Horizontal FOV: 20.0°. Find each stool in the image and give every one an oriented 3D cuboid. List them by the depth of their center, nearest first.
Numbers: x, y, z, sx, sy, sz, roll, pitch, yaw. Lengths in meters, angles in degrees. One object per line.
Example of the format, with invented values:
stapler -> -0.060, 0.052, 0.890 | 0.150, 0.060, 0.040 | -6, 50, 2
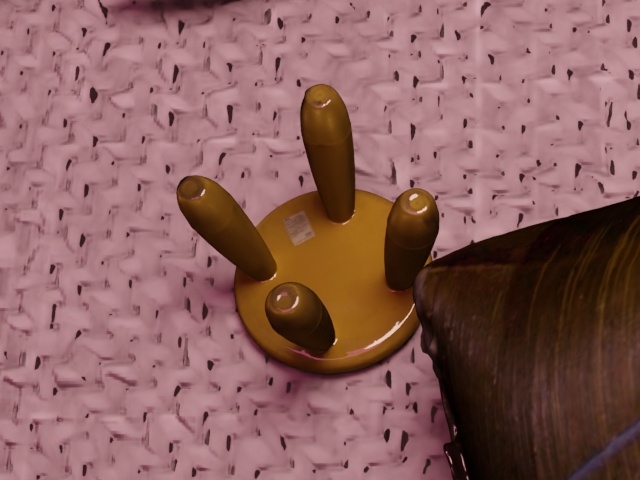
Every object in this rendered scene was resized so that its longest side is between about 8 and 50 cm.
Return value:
stool -> 0.000, 0.000, 0.950 | 0.135, 0.110, 0.134 | 4, 66, 13

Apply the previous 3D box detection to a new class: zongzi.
zongzi -> 0.220, 0.158, 0.714 | 0.208, 0.403, 0.432 | 10, 68, -31
